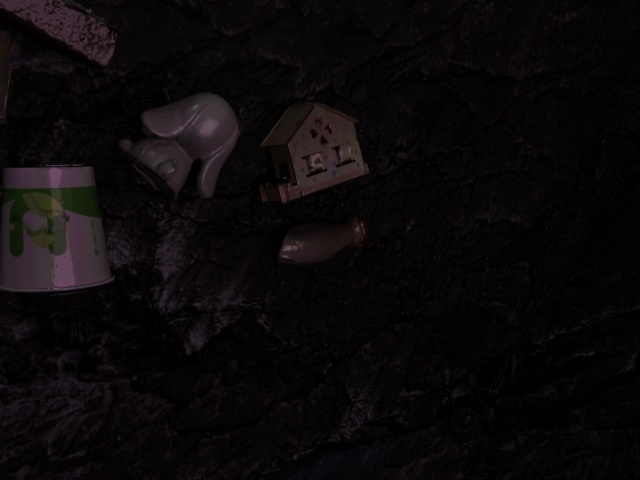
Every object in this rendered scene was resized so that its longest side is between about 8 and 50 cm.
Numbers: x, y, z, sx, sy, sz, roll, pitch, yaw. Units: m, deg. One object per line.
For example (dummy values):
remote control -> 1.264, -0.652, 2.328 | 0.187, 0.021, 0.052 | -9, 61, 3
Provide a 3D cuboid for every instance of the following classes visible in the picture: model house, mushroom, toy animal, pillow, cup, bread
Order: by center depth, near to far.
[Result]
bread -> -0.626, -0.495, 1.338 | 0.417, 0.165, 0.113 | 25, 89, -38
pillow -> -0.717, -0.353, 1.382 | 0.119, 0.053, 0.208 | 3, 101, -40
cup -> -0.594, -0.032, 1.455 | 0.253, 0.253, 0.274 | -4, 97, -34
toy animal -> -0.341, -0.240, 1.602 | 0.249, 0.174, 0.289 | 23, 90, -38
model house -> -0.039, -0.260, 1.827 | 0.326, 0.169, 0.244 | -22, 107, -31
mushroom -> 0.000, 0.000, 1.933 | 0.350, 0.128, 0.128 | -15, 111, -39

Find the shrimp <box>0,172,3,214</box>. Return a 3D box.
shrimp -> -0.764, -0.120, 1.427 | 0.178, 0.034, 0.124 | 43, 75, -37
